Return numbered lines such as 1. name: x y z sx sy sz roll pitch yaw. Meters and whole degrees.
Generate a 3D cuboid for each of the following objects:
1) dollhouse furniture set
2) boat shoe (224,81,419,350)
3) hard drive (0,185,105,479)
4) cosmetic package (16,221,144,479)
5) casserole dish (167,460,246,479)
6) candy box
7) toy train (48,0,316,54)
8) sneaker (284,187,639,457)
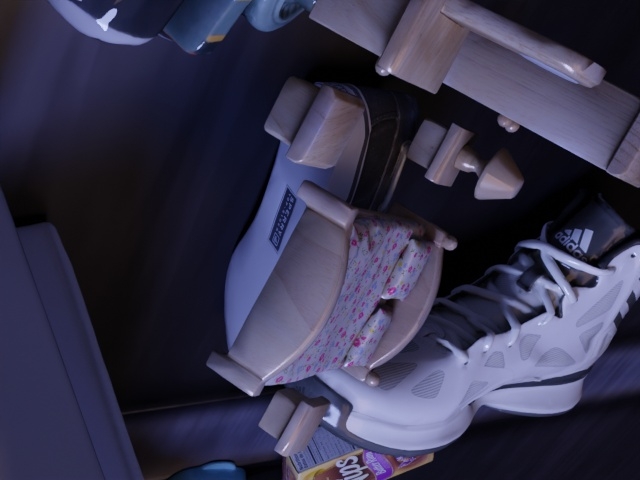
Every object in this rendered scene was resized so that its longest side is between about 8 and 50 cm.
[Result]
1. dollhouse furniture set: 0.055 0.038 0.700 0.355 0.174 0.303 -62 159 10
2. boat shoe: 0.000 0.000 0.914 0.102 0.108 0.301 -3 130 -31
3. hard drive: -0.225 0.002 0.561 0.040 0.319 0.210 -37 144 10
4. cosmetic package: -0.342 0.238 0.762 0.393 0.327 0.329 -11 141 -24
5. casserole dish: -0.155 0.323 1.251 0.114 0.037 0.188 11 127 -44
6. candy box: 0.047 0.250 1.293 0.186 0.053 0.109 -17 144 -15
7. toy train: -0.014 -0.231 0.539 0.334 0.142 0.190 -47 171 25
8. sneaker: 0.167 0.052 1.076 0.447 0.169 0.257 -2 128 -46
